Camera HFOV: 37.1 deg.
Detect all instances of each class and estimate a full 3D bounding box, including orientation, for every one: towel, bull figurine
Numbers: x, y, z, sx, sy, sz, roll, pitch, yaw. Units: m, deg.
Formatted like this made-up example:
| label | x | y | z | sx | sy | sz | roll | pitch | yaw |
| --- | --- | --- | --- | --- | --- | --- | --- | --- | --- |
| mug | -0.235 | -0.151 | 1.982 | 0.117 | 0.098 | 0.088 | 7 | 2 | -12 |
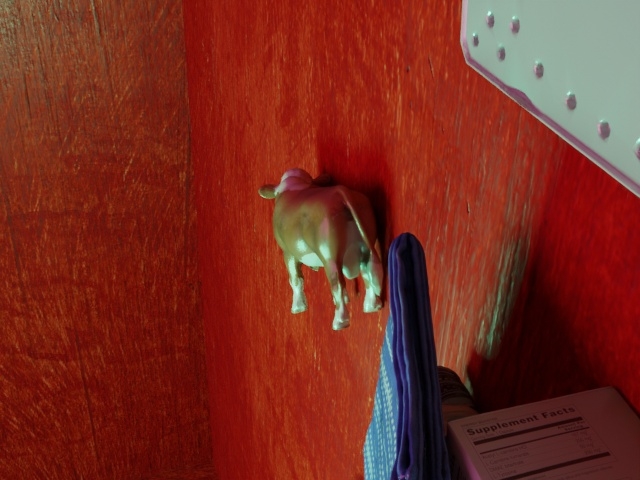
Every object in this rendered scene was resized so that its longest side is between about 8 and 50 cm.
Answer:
| label | x | y | z | sx | sy | sz | roll | pitch | yaw |
| --- | --- | --- | --- | --- | --- | --- | --- | --- | --- |
| towel | 0.056 | 0.187 | 0.797 | 0.336 | 0.040 | 0.243 | 95 | 177 | -46 |
| bull figurine | 0.000 | 0.000 | 1.222 | 0.310 | 0.101 | 0.188 | -165 | 62 | -76 |

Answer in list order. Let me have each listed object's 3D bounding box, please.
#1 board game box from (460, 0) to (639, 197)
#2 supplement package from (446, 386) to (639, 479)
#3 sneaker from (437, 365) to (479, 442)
| label | x | y | z | sx | sy | sz | roll | pitch | yaw |
| --- | --- | --- | --- | --- | --- | --- | --- | --- | --- |
| board game box | 0.183 | -0.217 | 0.473 | 0.390 | 0.050 | 0.390 | -121 | 26 | -56 |
| supplement package | 0.182 | 0.231 | 0.606 | 0.244 | 0.133 | 0.139 | -118 | 24 | -51 |
| sneaker | 0.114 | 0.244 | 0.990 | 0.122 | 0.110 | 0.283 | -97 | 15 | -48 |
